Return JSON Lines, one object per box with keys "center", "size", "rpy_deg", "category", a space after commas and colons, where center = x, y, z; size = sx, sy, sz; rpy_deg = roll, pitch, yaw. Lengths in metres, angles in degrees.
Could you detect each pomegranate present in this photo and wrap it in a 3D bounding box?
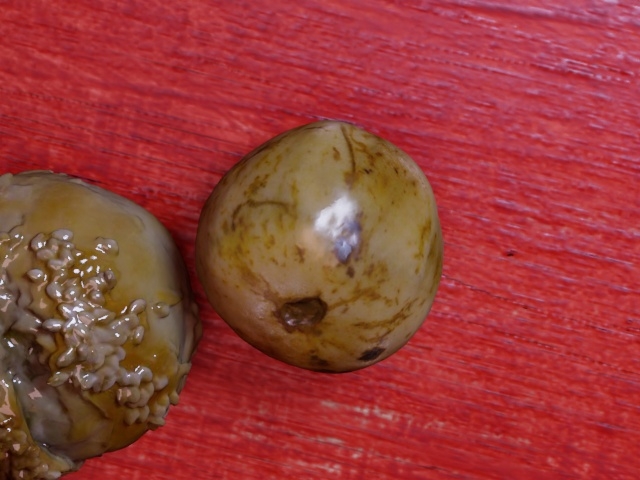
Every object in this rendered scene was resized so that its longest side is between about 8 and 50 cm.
{"center": [0.000, 0.000, 1.447], "size": [0.215, 0.215, 0.215], "rpy_deg": [1, 103, 4], "category": "pomegranate"}

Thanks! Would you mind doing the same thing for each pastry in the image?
{"center": [-0.269, 0.085, 1.483], "size": [0.315, 0.184, 0.285], "rpy_deg": [-14, 101, 7], "category": "pastry"}
